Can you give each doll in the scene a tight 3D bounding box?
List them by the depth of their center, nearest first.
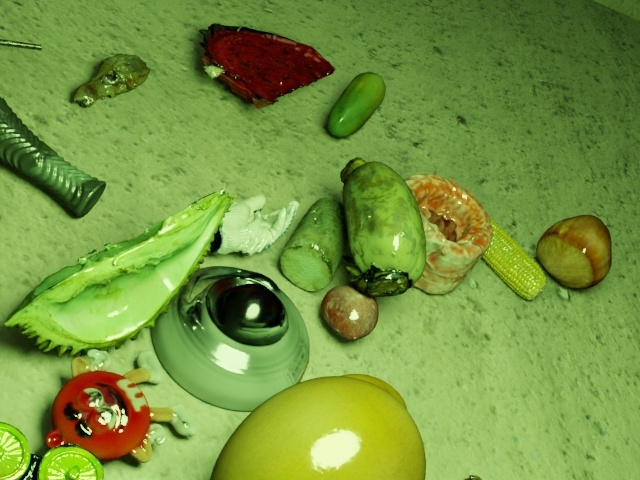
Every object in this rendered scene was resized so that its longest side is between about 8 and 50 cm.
[{"bbox_3d":[-0.291,0.231,1.133,0.217,0.085,0.183,-7,54,-49],"label":"doll"}]

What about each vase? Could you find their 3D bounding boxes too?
[{"bbox_3d":[-0.484,-0.136,1.372,0.237,0.115,0.115,36,39,-4],"label":"vase"}]

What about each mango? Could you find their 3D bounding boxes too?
[{"bbox_3d":[0.072,0.268,1.334,0.184,0.085,0.102,6,46,-36],"label":"mango"},{"bbox_3d":[0.078,-0.311,1.892,0.091,0.137,0.237,36,53,5],"label":"mango"}]

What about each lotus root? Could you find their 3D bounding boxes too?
[{"bbox_3d":[0.109,-0.040,1.490,0.173,0.173,0.309,9,50,-26],"label":"lotus root"}]

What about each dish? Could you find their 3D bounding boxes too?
[{"bbox_3d":[-0.125,0.125,1.312,0.273,0.134,0.273,19,40,-16],"label":"dish"}]

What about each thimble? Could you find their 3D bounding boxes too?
[{"bbox_3d":[0.231,-0.018,1.670,0.239,0.162,0.239,19,40,-17],"label":"thimble"}]

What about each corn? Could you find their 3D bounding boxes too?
[{"bbox_3d":[0.404,0.027,1.802,0.081,0.081,0.248,-22,63,-45],"label":"corn"}]

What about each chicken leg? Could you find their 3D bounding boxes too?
[{"bbox_3d":[-0.429,-0.321,1.628,0.085,0.069,0.198,53,45,-13],"label":"chicken leg"}]

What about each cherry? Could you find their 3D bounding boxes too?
[{"bbox_3d":[0.049,0.103,1.493,0.107,0.090,0.225,3,33,-10],"label":"cherry"}]

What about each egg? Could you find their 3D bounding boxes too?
[{"bbox_3d":[-0.004,0.321,1.099,0.322,0.250,0.250,-20,62,-34],"label":"egg"}]

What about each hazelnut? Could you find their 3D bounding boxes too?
[{"bbox_3d":[0.589,0.023,1.867,0.182,0.182,0.182,18,41,-17],"label":"hazelnut"}]

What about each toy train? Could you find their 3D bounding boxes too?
[{"bbox_3d":[-0.405,0.305,0.967,0.296,0.100,0.161,21,43,-14],"label":"toy train"}]

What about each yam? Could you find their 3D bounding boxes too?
[{"bbox_3d":[0.000,0.000,1.546,0.107,0.107,0.194,31,38,-2],"label":"yam"}]

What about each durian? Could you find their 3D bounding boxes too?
[{"bbox_3d":[-0.295,0.027,1.221,0.394,0.198,0.163,-33,58,-22],"label":"durian"}]

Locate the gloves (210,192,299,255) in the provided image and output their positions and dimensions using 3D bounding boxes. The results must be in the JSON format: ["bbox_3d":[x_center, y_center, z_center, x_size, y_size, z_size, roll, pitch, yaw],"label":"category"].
[{"bbox_3d":[-0.130,-0.032,1.499,0.229,0.097,0.119,-20,67,-39],"label":"gloves"}]

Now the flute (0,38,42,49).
[{"bbox_3d":[-0.680,-0.393,1.568,0.269,0.014,0.014,0,49,-34],"label":"flute"}]

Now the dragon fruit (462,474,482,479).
[{"bbox_3d":[0.176,0.438,1.166,0.126,0.161,0.274,26,42,-12],"label":"dragon fruit"}]

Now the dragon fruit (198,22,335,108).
[{"bbox_3d":[-0.146,-0.402,1.862,0.282,0.100,0.343,39,37,10],"label":"dragon fruit"}]
